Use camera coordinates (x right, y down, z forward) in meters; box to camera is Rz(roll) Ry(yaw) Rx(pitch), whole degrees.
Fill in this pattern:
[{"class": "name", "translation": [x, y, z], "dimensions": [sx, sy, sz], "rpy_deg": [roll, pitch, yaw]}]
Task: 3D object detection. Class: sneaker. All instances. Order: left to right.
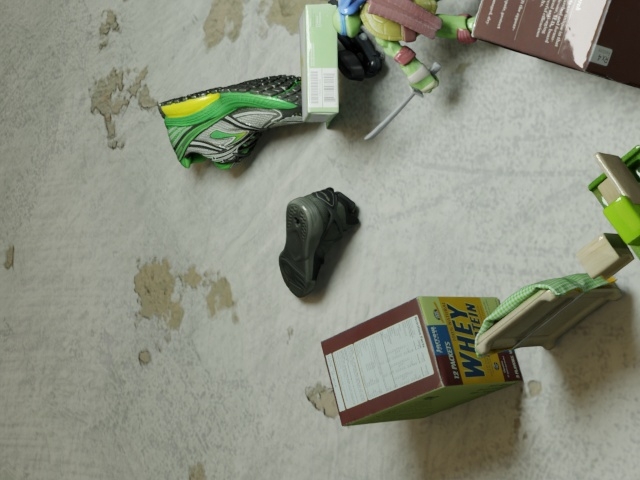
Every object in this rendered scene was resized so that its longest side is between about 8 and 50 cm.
[{"class": "sneaker", "translation": [-0.135, -0.210, 2.162], "dimensions": [0.343, 0.134, 0.146], "rpy_deg": [-6, 104, 41]}, {"class": "sneaker", "translation": [0.000, 0.000, 2.043], "dimensions": [0.087, 0.130, 0.228], "rpy_deg": [43, 143, 31]}]

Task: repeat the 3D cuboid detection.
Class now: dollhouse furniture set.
[{"class": "dollhouse furniture set", "translation": [0.332, 0.015, 1.646], "dimensions": [0.301, 0.197, 0.151], "rpy_deg": [-43, 62, 32]}]

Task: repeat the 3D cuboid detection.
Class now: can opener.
[{"class": "can opener", "translation": [0.051, -0.339, 2.025], "dimensions": [0.059, 0.073, 0.186], "rpy_deg": [-53, 46, 37]}]

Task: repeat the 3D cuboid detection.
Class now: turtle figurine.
[{"class": "turtle figurine", "translation": [0.161, -0.335, 1.864], "dimensions": [0.266, 0.275, 0.198], "rpy_deg": [-9, 48, 9]}]

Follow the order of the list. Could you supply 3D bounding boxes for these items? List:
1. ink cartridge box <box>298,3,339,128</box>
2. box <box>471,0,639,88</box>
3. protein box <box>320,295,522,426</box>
[{"class": "ink cartridge box", "translation": [-0.007, -0.277, 1.974], "dimensions": [0.235, 0.056, 0.171], "rpy_deg": [166, 102, -83]}, {"class": "box", "translation": [0.352, -0.323, 1.667], "dimensions": [0.203, 0.168, 0.167], "rpy_deg": [26, 104, 40]}, {"class": "protein box", "translation": [0.150, 0.179, 1.803], "dimensions": [0.201, 0.199, 0.136], "rpy_deg": [-28, 69, 38]}]
